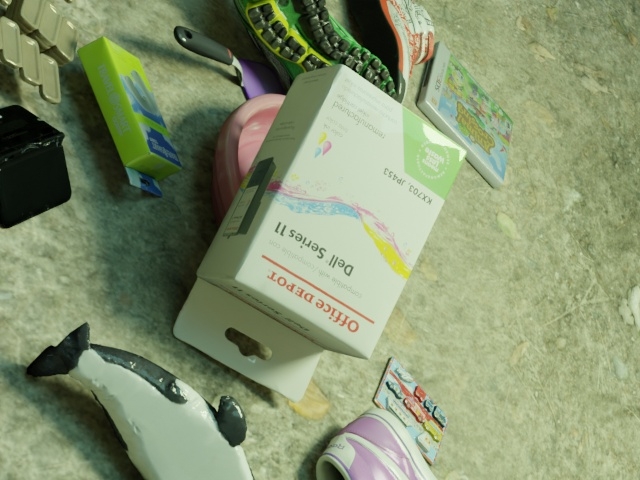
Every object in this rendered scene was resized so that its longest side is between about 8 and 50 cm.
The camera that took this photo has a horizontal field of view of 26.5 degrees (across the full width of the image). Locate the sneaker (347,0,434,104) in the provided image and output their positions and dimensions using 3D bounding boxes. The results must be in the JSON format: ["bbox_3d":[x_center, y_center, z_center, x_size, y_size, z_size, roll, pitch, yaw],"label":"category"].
[{"bbox_3d":[0.133,-0.301,2.195,0.145,0.090,0.270,21,46,-40],"label":"sneaker"}]

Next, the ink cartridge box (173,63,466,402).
[{"bbox_3d":[0.000,0.000,1.586,0.207,0.119,0.354,31,77,-25],"label":"ink cartridge box"}]

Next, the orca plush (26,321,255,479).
[{"bbox_3d":[-0.183,0.198,1.429,0.287,0.102,0.151,32,86,-20],"label":"orca plush"}]

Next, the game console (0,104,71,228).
[{"bbox_3d":[-0.337,-0.083,1.478,0.107,0.071,0.122,33,30,14],"label":"game console"}]

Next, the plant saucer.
[{"bbox_3d":[-0.026,-0.030,1.782,0.332,0.084,0.332,34,40,-35],"label":"plant saucer"}]

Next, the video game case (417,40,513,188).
[{"bbox_3d":[0.255,-0.220,2.353,0.212,0.023,0.193,44,36,-22],"label":"video game case"}]

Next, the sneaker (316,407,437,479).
[{"bbox_3d":[0.096,0.355,1.642,0.282,0.102,0.161,50,36,5],"label":"sneaker"}]

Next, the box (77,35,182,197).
[{"bbox_3d":[-0.223,-0.146,1.621,0.178,0.042,0.109,67,11,12],"label":"box"}]

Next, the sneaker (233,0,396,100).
[{"bbox_3d":[-0.008,-0.268,1.946,0.344,0.134,0.146,57,-6,-29],"label":"sneaker"}]

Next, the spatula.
[{"bbox_3d":[-0.120,-0.237,1.835,0.296,0.030,0.084,26,42,-65],"label":"spatula"}]

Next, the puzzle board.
[{"bbox_3d":[0.126,0.230,1.846,0.128,0.011,0.096,48,35,-15],"label":"puzzle board"}]

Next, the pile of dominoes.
[{"bbox_3d":[-0.373,-0.283,1.525,0.251,0.040,0.196,44,36,-38],"label":"pile of dominoes"}]
